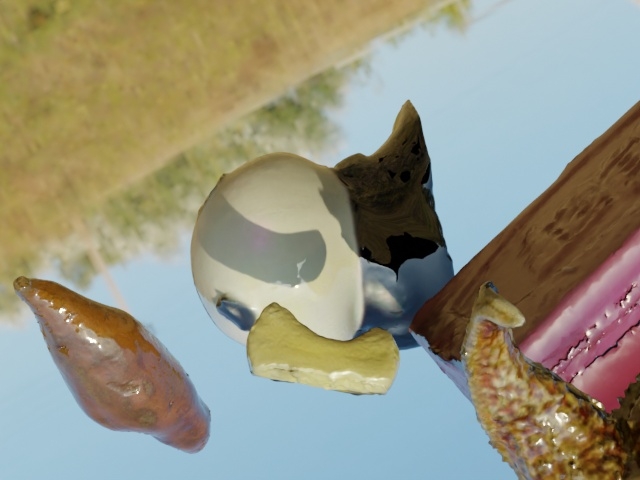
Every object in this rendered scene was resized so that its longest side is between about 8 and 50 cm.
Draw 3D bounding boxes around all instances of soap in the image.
[{"bbox_3d":[0.176,0.006,0.814,0.250,0.099,0.162,-43,-167,-6],"label":"soap"}]

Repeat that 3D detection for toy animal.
[{"bbox_3d":[0.000,0.000,1.016,0.179,0.166,0.138,-11,152,-17],"label":"toy animal"}]

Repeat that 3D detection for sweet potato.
[{"bbox_3d":[-0.202,0.144,1.592,0.112,0.359,0.112,-21,-135,22],"label":"sweet potato"}]

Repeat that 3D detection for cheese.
[{"bbox_3d":[0.002,0.059,0.824,0.083,0.044,0.030,8,157,-3],"label":"cheese"}]

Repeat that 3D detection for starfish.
[{"bbox_3d":[0.103,0.074,0.499,0.190,0.146,0.074,-62,174,5],"label":"starfish"}]
